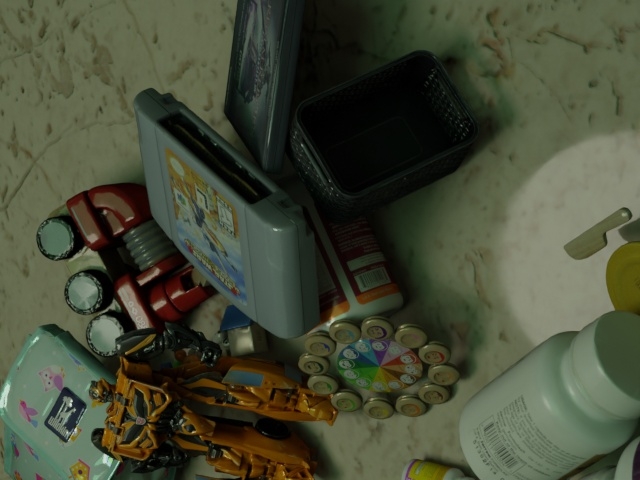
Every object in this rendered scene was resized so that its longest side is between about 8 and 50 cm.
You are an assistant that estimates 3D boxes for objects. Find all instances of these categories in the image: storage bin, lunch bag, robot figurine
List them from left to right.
[{"bbox_3d":[-0.304,0.257,2.002,0.223,0.160,0.262,37,139,26],"label":"lunch bag"},{"bbox_3d":[-0.134,0.209,1.830,0.085,0.291,0.211,-106,29,-63],"label":"robot figurine"},{"bbox_3d":[0.065,-0.111,1.648,0.122,0.180,0.084,60,162,13],"label":"storage bin"}]

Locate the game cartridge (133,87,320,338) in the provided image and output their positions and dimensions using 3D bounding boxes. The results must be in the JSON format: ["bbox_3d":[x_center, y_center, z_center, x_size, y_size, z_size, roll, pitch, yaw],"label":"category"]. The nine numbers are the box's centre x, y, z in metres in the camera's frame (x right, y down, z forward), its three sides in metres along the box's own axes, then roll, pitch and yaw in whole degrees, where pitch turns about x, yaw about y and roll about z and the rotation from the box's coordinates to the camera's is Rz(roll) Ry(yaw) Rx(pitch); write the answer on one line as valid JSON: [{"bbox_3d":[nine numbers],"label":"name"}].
[{"bbox_3d":[-0.109,-0.024,1.721,0.297,0.062,0.198,41,145,37],"label":"game cartridge"}]

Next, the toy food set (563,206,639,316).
[{"bbox_3d":[0.358,0.049,1.517,0.218,0.071,0.128,52,149,11],"label":"toy food set"}]

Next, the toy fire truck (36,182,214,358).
[{"bbox_3d":[-0.216,0.012,1.945,0.246,0.158,0.217,-29,85,18],"label":"toy fire truck"}]

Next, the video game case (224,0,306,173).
[{"bbox_3d":[-0.067,-0.206,1.738,0.274,0.026,0.196,-123,39,-68],"label":"video game case"}]

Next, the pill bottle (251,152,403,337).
[{"bbox_3d":[0.000,0.000,1.766,0.121,0.121,0.221,-31,78,38],"label":"pill bottle"}]

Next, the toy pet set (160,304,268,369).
[{"bbox_3d":[-0.128,0.116,1.898,0.114,0.122,0.065,-13,85,24],"label":"toy pet set"}]

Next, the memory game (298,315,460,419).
[{"bbox_3d":[0.066,0.148,1.732,0.186,0.012,0.186,5,138,5],"label":"memory game"}]

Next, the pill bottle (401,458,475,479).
[{"bbox_3d":[0.138,0.280,1.760,0.083,0.043,0.043,7,103,37],"label":"pill bottle"}]

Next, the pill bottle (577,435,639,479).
[{"bbox_3d":[0.393,0.247,1.471,0.301,0.169,0.169,-28,81,38],"label":"pill bottle"}]

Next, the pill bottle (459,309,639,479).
[{"bbox_3d":[0.254,0.167,1.564,0.131,0.131,0.229,59,140,14],"label":"pill bottle"}]
